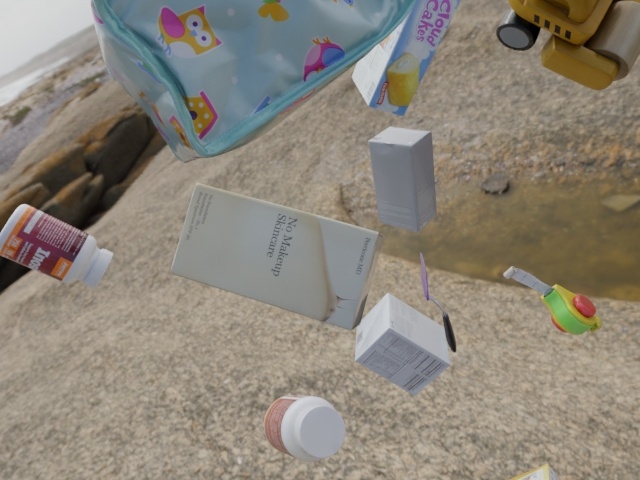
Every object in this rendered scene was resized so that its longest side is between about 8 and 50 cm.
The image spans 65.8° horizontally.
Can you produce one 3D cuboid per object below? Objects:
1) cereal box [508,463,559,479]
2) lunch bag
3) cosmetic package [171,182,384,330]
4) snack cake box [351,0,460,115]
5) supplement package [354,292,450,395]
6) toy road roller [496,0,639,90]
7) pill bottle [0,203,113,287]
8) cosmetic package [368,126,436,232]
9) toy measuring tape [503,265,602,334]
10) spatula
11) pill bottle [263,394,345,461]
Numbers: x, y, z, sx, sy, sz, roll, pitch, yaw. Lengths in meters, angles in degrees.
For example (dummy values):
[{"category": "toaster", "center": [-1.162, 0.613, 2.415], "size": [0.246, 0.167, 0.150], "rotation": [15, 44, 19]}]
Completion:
[{"category": "cereal box", "center": [0.407, 0.581, 1.007], "size": [0.173, 0.047, 0.240], "rotation": [-40, -1, 28]}, {"category": "lunch bag", "center": [-0.050, -0.197, 0.434], "size": [0.262, 0.160, 0.223], "rotation": [-40, 19, -10]}, {"category": "cosmetic package", "center": [-0.067, 0.024, 0.812], "size": [0.309, 0.113, 0.160], "rotation": [15, 89, 14]}, {"category": "snack cake box", "center": [0.165, -0.409, 0.996], "size": [0.089, 0.264, 0.152], "rotation": [10, 38, -20]}, {"category": "supplement package", "center": [0.286, 0.367, 1.753], "size": [0.198, 0.262, 0.199], "rotation": [-51, 13, 28]}, {"category": "toy road roller", "center": [0.563, -0.502, 1.052], "size": [0.203, 0.329, 0.240], "rotation": [-60, -5, -3]}, {"category": "pill bottle", "center": [-0.412, 0.014, 0.774], "size": [0.086, 0.152, 0.086], "rotation": [-45, 28, 31]}, {"category": "cosmetic package", "center": [0.206, -0.151, 1.223], "size": [0.127, 0.238, 0.107], "rotation": [20, 41, 37]}, {"category": "toy measuring tape", "center": [0.674, 0.186, 1.415], "size": [0.121, 0.330, 0.121], "rotation": [-59, 11, 19]}, {"category": "spatula", "center": [0.284, 0.165, 1.190], "size": [0.030, 0.296, 0.084], "rotation": [-22, 27, 13]}, {"category": "pill bottle", "center": [-0.033, 0.376, 0.996], "size": [0.121, 0.121, 0.216], "rotation": [-44, 3, -25]}]
